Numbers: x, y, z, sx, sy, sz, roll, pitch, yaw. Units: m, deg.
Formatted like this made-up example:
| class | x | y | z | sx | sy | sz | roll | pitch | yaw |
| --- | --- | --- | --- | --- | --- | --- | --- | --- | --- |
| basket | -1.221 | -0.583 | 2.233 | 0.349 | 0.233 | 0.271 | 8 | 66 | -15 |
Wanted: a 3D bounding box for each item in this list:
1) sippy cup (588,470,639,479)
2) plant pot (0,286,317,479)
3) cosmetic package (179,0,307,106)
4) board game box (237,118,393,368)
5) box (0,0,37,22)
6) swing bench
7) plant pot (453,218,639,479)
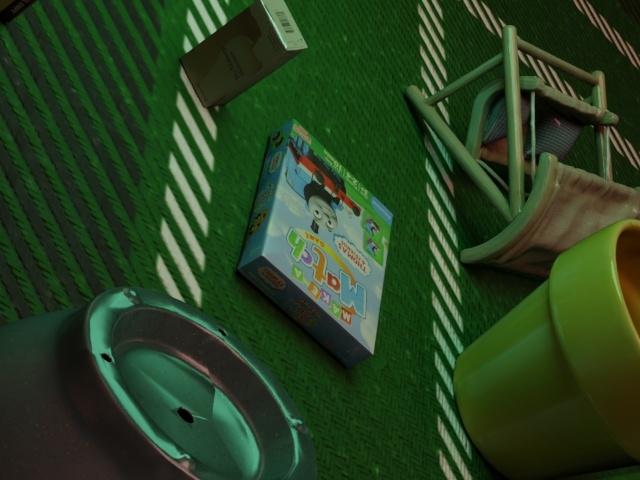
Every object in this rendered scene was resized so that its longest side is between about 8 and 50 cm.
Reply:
| class | x | y | z | sx | sy | sz | roll | pitch | yaw |
| --- | --- | --- | --- | --- | --- | --- | --- | --- | --- |
| sippy cup | 0.357 | 0.359 | 1.458 | 0.305 | 0.240 | 0.224 | -2 | 72 | -13 |
| plant pot | -0.127 | 0.153 | 0.866 | 0.293 | 0.196 | 0.293 | 37 | 20 | -16 |
| cosmetic package | -0.076 | -0.183 | 1.384 | 0.041 | 0.115 | 0.060 | -18 | 78 | -58 |
| board game box | 0.000 | 0.000 | 1.410 | 0.160 | 0.039 | 0.211 | 43 | 35 | -26 |
| box | -0.320 | -0.290 | 1.181 | 0.232 | 0.058 | 0.087 | 41 | 36 | -27 |
| swing bench | 0.269 | -0.092 | 1.755 | 0.253 | 0.165 | 0.254 | 12 | 55 | -51 |
| plant pot | 0.281 | 0.140 | 1.497 | 0.254 | 0.239 | 0.254 | 36 | 37 | -34 |
